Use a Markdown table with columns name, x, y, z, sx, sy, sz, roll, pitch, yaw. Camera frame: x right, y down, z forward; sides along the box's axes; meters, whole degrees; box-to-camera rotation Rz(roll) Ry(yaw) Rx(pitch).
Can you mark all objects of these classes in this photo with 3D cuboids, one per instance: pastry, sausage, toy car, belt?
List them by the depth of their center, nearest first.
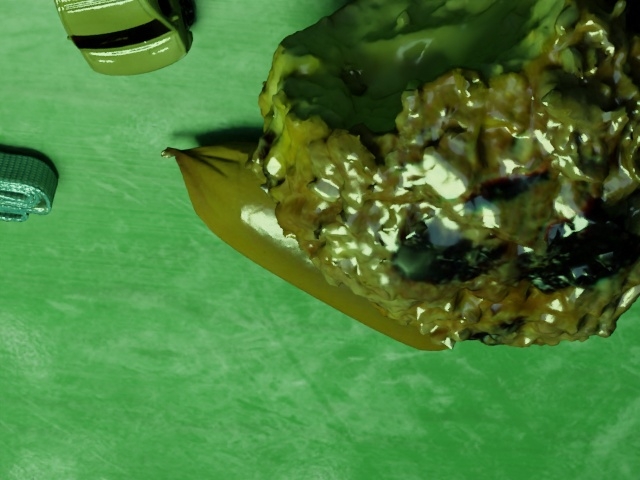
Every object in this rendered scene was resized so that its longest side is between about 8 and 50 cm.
| name | x | y | z | sx | sy | sz | roll | pitch | yaw |
| --- | --- | --- | --- | --- | --- | --- | --- | --- | --- |
| pastry | 0.159 | -0.077 | 1.625 | 0.405 | 0.292 | 0.337 | -30 | 126 | 10 |
| toy car | -0.185 | -0.245 | 1.634 | 0.101 | 0.124 | 0.257 | -9 | 120 | 11 |
| sausage | 0.002 | -0.005 | 1.787 | 0.328 | 0.112 | 0.112 | 29 | 119 | -11 |
| belt | -0.333 | -0.067 | 1.794 | 0.179 | 0.065 | 0.100 | 6 | 130 | -3 |
